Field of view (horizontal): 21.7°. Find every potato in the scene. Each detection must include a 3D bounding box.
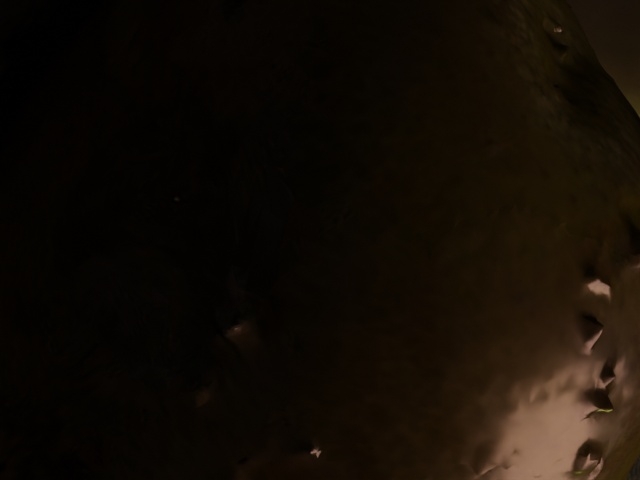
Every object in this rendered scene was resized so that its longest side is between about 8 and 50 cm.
[{"bbox_3d":[-0.029,0.046,0.618,0.359,0.270,0.219,-46,153,24],"label":"potato"}]

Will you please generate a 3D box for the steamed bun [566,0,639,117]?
[{"bbox_3d":[0.215,-0.174,1.060,0.250,0.200,0.155,-46,147,-31],"label":"steamed bun"}]
